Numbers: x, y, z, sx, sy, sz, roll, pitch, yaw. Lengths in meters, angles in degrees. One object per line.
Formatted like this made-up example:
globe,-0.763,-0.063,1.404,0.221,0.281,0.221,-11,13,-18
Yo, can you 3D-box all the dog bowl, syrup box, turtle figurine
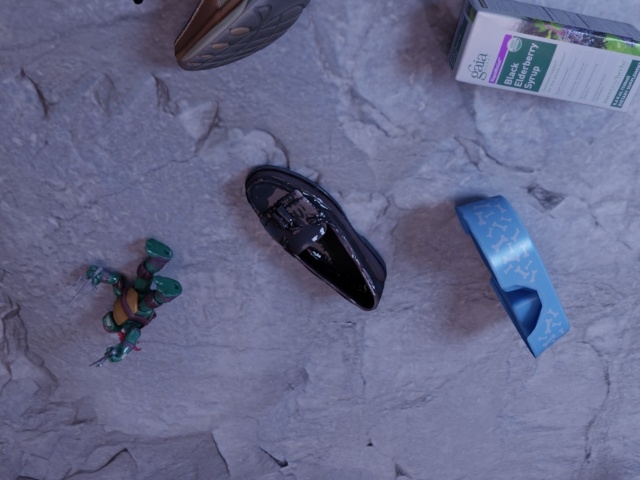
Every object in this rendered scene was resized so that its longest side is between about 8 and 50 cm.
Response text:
dog bowl,0.309,0.053,1.032,0.074,0.166,0.297,-29,119,9
syrup box,0.295,-0.247,0.853,0.236,0.096,0.093,9,126,-5
turtle figurine,-0.340,0.110,1.137,0.234,0.118,0.175,-40,74,25

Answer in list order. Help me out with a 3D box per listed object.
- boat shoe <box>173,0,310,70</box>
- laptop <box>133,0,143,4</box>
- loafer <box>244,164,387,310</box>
boat shoe,-0.078,-0.334,0.818,0.324,0.123,0.116,-31,85,32
laptop,-0.223,-0.451,0.713,0.234,0.264,0.136,-40,151,27
loafer,0.000,0.000,1.045,0.109,0.095,0.302,-37,116,25
